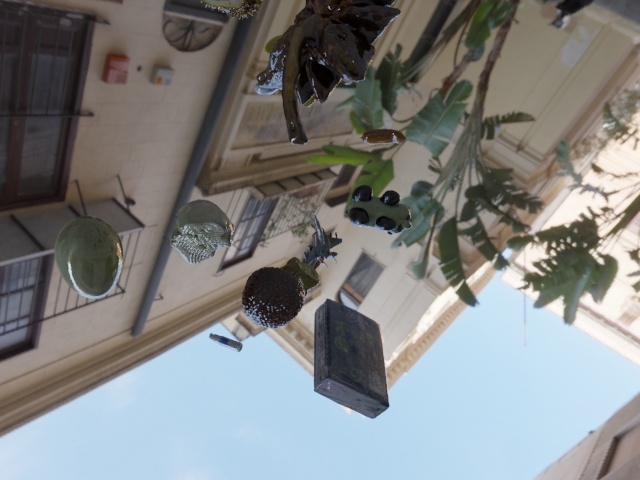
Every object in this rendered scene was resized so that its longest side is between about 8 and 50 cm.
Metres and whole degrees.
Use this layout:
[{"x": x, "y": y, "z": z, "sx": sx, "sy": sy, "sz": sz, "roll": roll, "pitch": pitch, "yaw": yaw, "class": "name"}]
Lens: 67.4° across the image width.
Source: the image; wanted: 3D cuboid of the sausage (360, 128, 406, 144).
[{"x": 0.250, "y": -0.418, "z": 1.925, "sx": 0.183, "sy": 0.062, "sz": 0.054, "roll": -1, "pitch": -131, "yaw": 14, "class": "sausage"}]

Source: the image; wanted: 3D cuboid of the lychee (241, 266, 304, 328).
[{"x": -0.141, "y": 0.168, "z": 1.424, "sx": 0.194, "sy": 0.194, "sz": 0.194, "roll": 21, "pitch": -150, "yaw": -13, "class": "lychee"}]

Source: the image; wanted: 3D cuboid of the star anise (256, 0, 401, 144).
[{"x": 0.010, "y": -0.319, "z": 0.741, "sx": 0.109, "sy": 0.349, "sz": 0.292, "roll": 31, "pitch": -175, "yaw": -30, "class": "star anise"}]

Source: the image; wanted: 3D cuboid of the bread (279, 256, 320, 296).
[{"x": -0.140, "y": 0.196, "z": 1.903, "sx": 0.152, "sy": 0.268, "sz": 0.130, "roll": 50, "pitch": -168, "yaw": 24, "class": "bread"}]

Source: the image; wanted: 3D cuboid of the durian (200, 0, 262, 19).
[{"x": -0.262, "y": -0.755, "z": 1.392, "sx": 0.138, "sy": 0.183, "sz": 0.249, "roll": -21, "pitch": -86, "yaw": -57, "class": "durian"}]

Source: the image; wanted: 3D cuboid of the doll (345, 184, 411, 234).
[{"x": 0.203, "y": -0.098, "z": 1.657, "sx": 0.234, "sy": 0.143, "sz": 0.135, "roll": 11, "pitch": 168, "yaw": 6, "class": "doll"}]

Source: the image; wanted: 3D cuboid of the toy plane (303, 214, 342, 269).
[{"x": -0.004, "y": -0.003, "z": 2.207, "sx": 0.223, "sy": 0.326, "sz": 0.104, "roll": -32, "pitch": -138, "yaw": -17, "class": "toy plane"}]

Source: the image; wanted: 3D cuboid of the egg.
[{"x": -0.699, "y": 0.051, "z": 1.458, "sx": 0.189, "sy": 0.253, "sz": 0.188, "roll": -5, "pitch": -176, "yaw": 0, "class": "egg"}]

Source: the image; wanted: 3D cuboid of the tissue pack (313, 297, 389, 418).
[{"x": 0.115, "y": 0.435, "z": 1.817, "sx": 0.288, "sy": 0.124, "sz": 0.394, "roll": 31, "pitch": -148, "yaw": -21, "class": "tissue pack"}]

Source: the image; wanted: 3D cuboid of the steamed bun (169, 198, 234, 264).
[{"x": -0.523, "y": -0.056, "z": 2.118, "sx": 0.275, "sy": 0.320, "sz": 0.206, "roll": 40, "pitch": -148, "yaw": -43, "class": "steamed bun"}]

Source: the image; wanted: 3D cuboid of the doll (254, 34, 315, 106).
[{"x": -0.097, "y": -0.565, "z": 1.592, "sx": 0.237, "sy": 0.252, "sz": 0.111, "roll": 17, "pitch": 173, "yaw": -43, "class": "doll"}]

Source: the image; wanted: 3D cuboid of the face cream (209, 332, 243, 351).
[{"x": -0.335, "y": 0.356, "z": 1.687, "sx": 0.130, "sy": 0.034, "sz": 0.034, "roll": 16, "pitch": -156, "yaw": 22, "class": "face cream"}]
